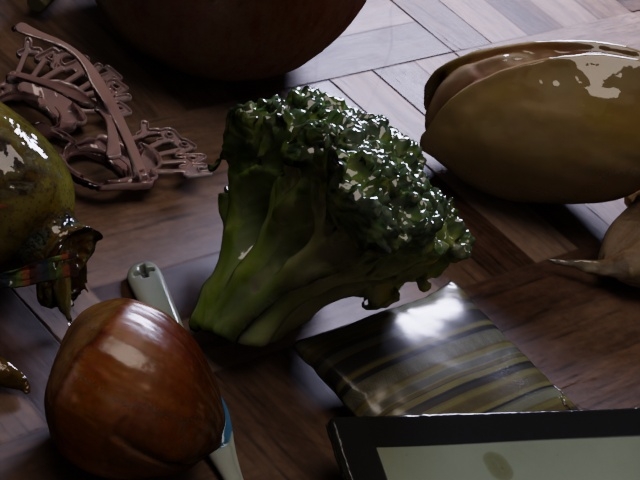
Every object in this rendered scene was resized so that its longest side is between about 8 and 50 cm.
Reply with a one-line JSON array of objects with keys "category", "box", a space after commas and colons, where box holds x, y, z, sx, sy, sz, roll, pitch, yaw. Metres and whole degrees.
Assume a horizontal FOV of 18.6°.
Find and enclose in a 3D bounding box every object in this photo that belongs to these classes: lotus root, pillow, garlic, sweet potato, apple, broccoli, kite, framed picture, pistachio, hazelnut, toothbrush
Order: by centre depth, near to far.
[{"category": "hazelnut", "box": [-0.143, 0.118, 1.541, 0.150, 0.150, 0.150, 13, 35, -10]}, {"category": "kite", "box": [-0.306, 0.047, 1.566, 0.244, 0.006, 0.198, -8, 67, 17]}, {"category": "framed picture", "box": [0.194, 0.248, 1.601, 0.347, 0.016, 0.265, 0, 49, -25]}, {"category": "sweet potato", "box": [-0.286, 0.095, 1.602, 0.115, 0.026, 0.026, 29, 36, 13]}, {"category": "toothbrush", "box": [-0.097, 0.142, 1.632, 0.040, 0.040, 0.386, 1, 35, -25]}, {"category": "lotus root", "box": [-0.286, -0.041, 1.676, 0.278, 0.154, 0.154, 37, 38, 15]}, {"category": "broccoli", "box": [0.000, 0.000, 1.714, 0.248, 0.245, 0.288, 30, 5, 12]}, {"category": "pillow", "box": [0.111, 0.134, 1.720, 0.208, 0.052, 0.212, -19, 56, -38]}, {"category": "garlic", "box": [0.334, 0.003, 2.001, 0.128, 0.090, 0.198, 20, 38, 28]}, {"category": "pistachio", "box": [0.250, -0.122, 2.023, 0.293, 0.181, 0.162, 5, 40, 7]}, {"category": "apple", "box": [-0.098, -0.310, 2.057, 0.345, 0.269, 0.345, 3, 26, -1]}]

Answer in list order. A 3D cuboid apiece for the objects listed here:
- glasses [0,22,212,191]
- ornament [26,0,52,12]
[{"category": "glasses", "box": [-0.216, -0.137, 1.898, 0.255, 0.095, 0.162, 41, 31, 24]}, {"category": "ornament", "box": [-0.302, -0.332, 2.145, 0.230, 0.061, 0.245, 24, 33, 1]}]
